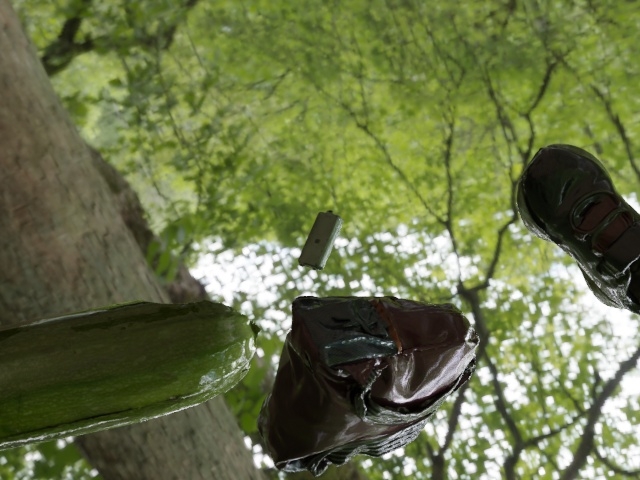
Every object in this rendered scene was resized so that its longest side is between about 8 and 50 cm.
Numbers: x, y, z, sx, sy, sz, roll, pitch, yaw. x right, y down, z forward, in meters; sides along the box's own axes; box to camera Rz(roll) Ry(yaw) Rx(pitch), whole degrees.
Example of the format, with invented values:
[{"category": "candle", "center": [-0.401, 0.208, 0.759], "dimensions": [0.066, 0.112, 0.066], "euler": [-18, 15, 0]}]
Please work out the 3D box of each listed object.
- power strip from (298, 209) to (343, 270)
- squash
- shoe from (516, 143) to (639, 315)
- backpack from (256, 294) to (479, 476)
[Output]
[{"category": "power strip", "center": [0.000, 0.000, 1.077], "dimensions": [0.040, 0.016, 0.090], "euler": [14, -105, 39]}, {"category": "squash", "center": [-0.150, 0.077, 0.425], "dimensions": [0.238, 0.069, 0.069], "euler": [-10, -162, -11]}, {"category": "shoe", "center": [0.286, -0.001, 0.742], "dimensions": [0.099, 0.227, 0.112], "euler": [-46, -153, 3]}, {"category": "backpack", "center": [0.085, 0.200, 1.109], "dimensions": [0.317, 0.283, 0.197], "euler": [-5, -134, -29]}]
